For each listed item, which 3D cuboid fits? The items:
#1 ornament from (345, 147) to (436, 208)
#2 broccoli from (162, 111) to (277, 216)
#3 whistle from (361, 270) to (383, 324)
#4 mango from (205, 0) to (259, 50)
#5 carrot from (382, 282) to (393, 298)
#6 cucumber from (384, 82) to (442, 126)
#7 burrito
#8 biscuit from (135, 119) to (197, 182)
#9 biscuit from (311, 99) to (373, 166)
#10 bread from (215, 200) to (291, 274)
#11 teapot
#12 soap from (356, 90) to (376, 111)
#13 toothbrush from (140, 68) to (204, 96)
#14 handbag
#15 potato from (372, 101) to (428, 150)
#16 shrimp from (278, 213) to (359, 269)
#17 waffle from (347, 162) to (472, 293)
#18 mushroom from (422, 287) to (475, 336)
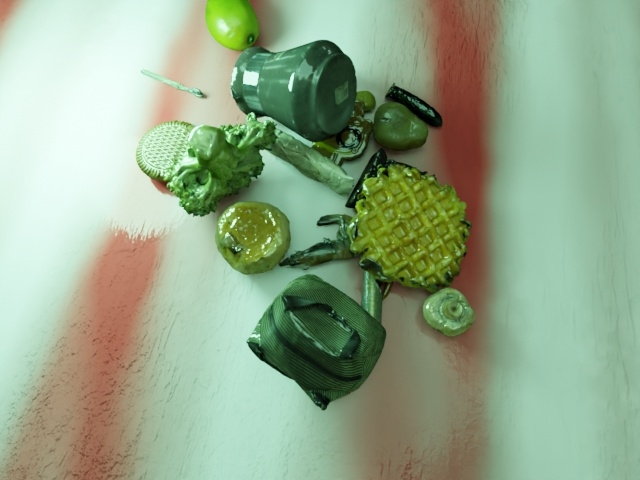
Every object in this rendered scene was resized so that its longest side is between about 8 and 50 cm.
[{"bbox_3d":[0.246,-0.150,1.372,0.260,0.106,0.251,31,78,-2],"label":"ornament"},{"bbox_3d":[-0.330,-0.217,1.250,0.275,0.353,0.397,23,27,-4],"label":"broccoli"},{"bbox_3d":[0.153,0.185,1.256,0.068,0.057,0.326,5,69,7],"label":"whistle"},{"bbox_3d":[-0.361,-0.890,1.643,0.192,0.156,0.343,-17,65,-15],"label":"mango"},{"bbox_3d":[0.213,0.113,1.297,0.035,0.035,0.142,11,73,6],"label":"carrot"},{"bbox_3d":[0.342,-0.489,1.514,0.245,0.067,0.067,36,74,16],"label":"cucumber"},{"bbox_3d":[-0.053,-0.268,1.408,0.392,0.117,0.076,32,58,14],"label":"burrito"},{"bbox_3d":[-0.510,-0.311,1.455,0.259,0.079,0.259,0,68,1],"label":"biscuit"},{"bbox_3d":[0.072,-0.374,1.464,0.209,0.041,0.290,27,81,12],"label":"biscuit"},{"bbox_3d":[-0.205,-0.002,1.300,0.245,0.134,0.244,-2,69,4],"label":"bread"},{"bbox_3d":[-0.072,-0.519,1.390,0.362,0.305,0.376,21,48,28],"label":"teapot"},{"bbox_3d":[0.133,-0.507,1.537,0.140,0.045,0.088,-10,65,-3],"label":"soap"},{"bbox_3d":[-0.570,-0.603,1.604,0.294,0.028,0.026,23,69,15],"label":"toothbrush"},{"bbox_3d":[-0.014,0.259,1.113,0.341,0.240,0.247,38,102,14],"label":"handbag"},{"bbox_3d":[0.273,-0.384,1.431,0.194,0.157,0.157,17,70,4],"label":"potato"},{"bbox_3d":[0.000,0.000,1.338,0.296,0.058,0.169,-14,61,-8],"label":"shrimp"},{"bbox_3d":[0.273,-0.040,1.276,0.382,0.095,0.379,20,77,-10],"label":"waffle"},{"bbox_3d":[0.371,0.208,1.213,0.148,0.112,0.148,2,72,-7],"label":"mushroom"}]
